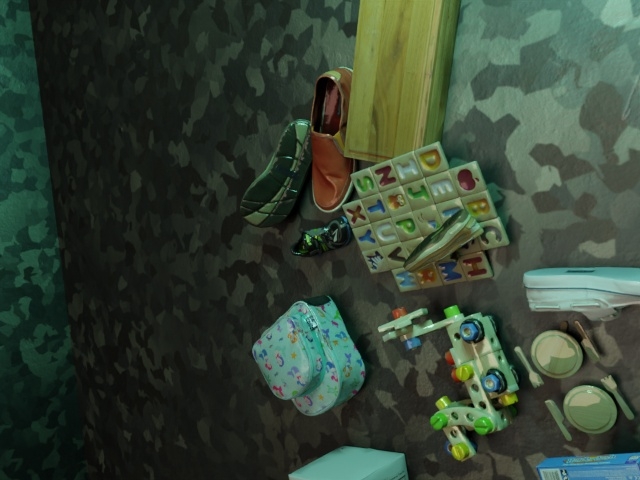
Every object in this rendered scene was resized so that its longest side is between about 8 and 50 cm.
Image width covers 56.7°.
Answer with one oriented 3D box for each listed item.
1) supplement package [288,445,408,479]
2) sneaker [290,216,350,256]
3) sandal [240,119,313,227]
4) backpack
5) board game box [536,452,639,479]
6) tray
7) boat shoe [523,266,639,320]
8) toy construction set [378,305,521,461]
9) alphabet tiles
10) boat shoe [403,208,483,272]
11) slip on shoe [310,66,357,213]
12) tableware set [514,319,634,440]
[{"bbox_3d":[0.082,0.639,1.354,0.199,0.198,0.263,-12,88,44],"label":"supplement package"},{"bbox_3d":[0.000,0.000,1.418,0.188,0.078,0.067,-27,78,42],"label":"sneaker"},{"bbox_3d":[-0.091,-0.160,1.479,0.120,0.086,0.303,32,105,-7],"label":"sandal"},{"bbox_3d":[-0.024,0.285,1.420,0.225,0.191,0.253,-44,72,37],"label":"backpack"},{"bbox_3d":[0.436,0.432,0.884,0.160,0.047,0.210,-23,78,43],"label":"board game box"},{"bbox_3d":[0.163,-0.363,1.212,0.202,0.076,0.411,18,109,41],"label":"tray"},{"bbox_3d":[0.467,0.093,0.991,0.258,0.095,0.084,0,100,54],"label":"boat shoe"},{"bbox_3d":[0.266,0.259,1.170,0.215,0.151,0.328,-34,84,41],"label":"toy construction set"},{"bbox_3d":[0.201,-0.036,1.214,0.342,0.011,0.285,-16,101,44],"label":"alphabet tiles"},{"bbox_3d":[0.240,0.020,1.163,0.072,0.068,0.190,40,136,-5],"label":"boat shoe"},{"bbox_3d":[0.021,-0.224,1.346,0.123,0.101,0.331,17,109,34],"label":"slip on shoe"},{"bbox_3d":[0.451,0.248,1.057,0.128,0.039,0.194,-33,79,29],"label":"tableware set"}]
